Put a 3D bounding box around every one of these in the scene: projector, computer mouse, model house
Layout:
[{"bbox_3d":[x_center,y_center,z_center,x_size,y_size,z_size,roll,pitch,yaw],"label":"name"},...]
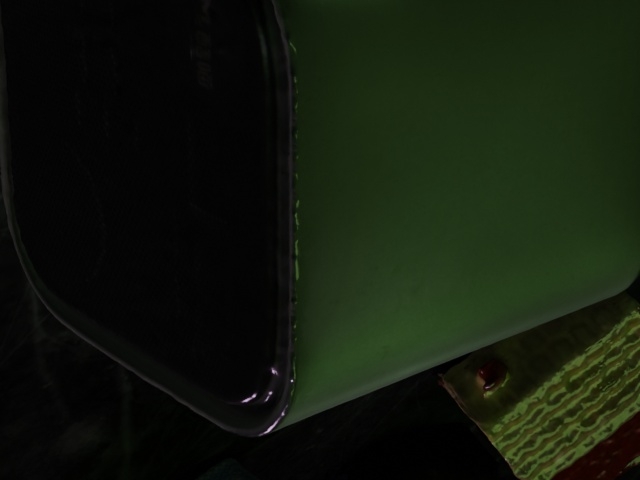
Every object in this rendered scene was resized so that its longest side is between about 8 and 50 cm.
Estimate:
[{"bbox_3d":[0.003,-0.075,0.880,0.249,0.248,0.248,-18,120,-35],"label":"projector"},{"bbox_3d":[0.112,0.253,1.737,0.073,0.122,0.217,-29,165,40],"label":"computer mouse"},{"bbox_3d":[0.230,0.130,1.646,0.196,0.160,0.254,-39,153,1],"label":"model house"}]

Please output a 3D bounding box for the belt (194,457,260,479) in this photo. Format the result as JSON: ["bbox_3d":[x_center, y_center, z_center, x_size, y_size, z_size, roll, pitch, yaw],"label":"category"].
[{"bbox_3d":[-0.156,0.294,1.451,0.302,0.072,0.087,-39,162,-30],"label":"belt"}]
